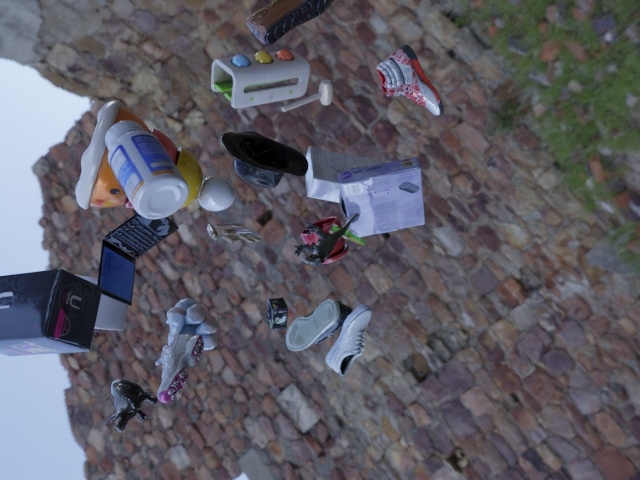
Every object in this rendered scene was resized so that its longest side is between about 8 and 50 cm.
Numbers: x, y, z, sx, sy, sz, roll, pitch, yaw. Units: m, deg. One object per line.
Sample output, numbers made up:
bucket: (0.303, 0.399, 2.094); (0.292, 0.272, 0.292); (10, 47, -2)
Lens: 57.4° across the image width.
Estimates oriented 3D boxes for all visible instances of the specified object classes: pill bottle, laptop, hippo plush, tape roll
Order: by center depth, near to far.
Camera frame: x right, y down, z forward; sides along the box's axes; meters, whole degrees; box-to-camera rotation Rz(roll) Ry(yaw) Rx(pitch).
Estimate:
pill bottle: (-0.480, -0.200, 1.585); (0.272, 0.152, 0.152); (53, -168, 29)
laptop: (-0.543, 0.048, 1.765); (0.136, 0.264, 0.234); (52, 175, 16)
tape roll: (-0.796, 0.214, 2.040); (0.246, 0.169, 0.246); (8, 171, 1)
hippo plush: (-0.564, 0.384, 2.565); (0.234, 0.294, 0.236); (13, -167, -11)

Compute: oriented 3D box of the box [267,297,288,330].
box: (-0.137, 0.232, 1.849); (0.052, 0.083, 0.062); (-4, -148, -19)

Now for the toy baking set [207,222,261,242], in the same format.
toy baking set: (-0.338, -0.025, 2.237); (0.197, 0.030, 0.256); (9, -166, -26)

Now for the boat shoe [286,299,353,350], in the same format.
boat shoe: (-0.003, 0.318, 2.169); (0.113, 0.340, 0.127); (7, -129, -37)

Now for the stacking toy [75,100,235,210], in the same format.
stacking toy: (-0.500, -0.209, 1.872); (0.480, 0.350, 0.350); (17, -158, -19)

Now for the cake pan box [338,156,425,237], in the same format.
cake pan box: (0.195, -0.130, 1.868); (0.070, 0.267, 0.245); (-97, -7, -48)

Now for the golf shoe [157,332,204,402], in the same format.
golf shoe: (-0.566, 0.485, 2.258); (0.140, 0.115, 0.306); (14, -137, 11)

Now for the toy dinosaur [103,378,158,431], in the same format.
toy dinosaur: (-0.696, 0.559, 2.123); (0.160, 0.121, 0.313); (43, -178, -37)

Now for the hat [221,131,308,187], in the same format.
hat: (-0.218, -0.275, 2.145); (0.331, 0.134, 0.331); (19, -153, -10)

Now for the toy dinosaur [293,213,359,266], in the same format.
toy dinosaur: (0.000, 0.000, 1.575); (0.268, 0.118, 0.064); (-49, -44, -46)

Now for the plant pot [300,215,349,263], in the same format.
plant pot: (0.026, 0.005, 2.676); (0.191, 0.191, 0.174); (-85, -26, -75)

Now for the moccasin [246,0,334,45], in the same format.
moccasin: (-0.093, -0.849, 2.099); (0.147, 0.380, 0.139); (50, 174, 16)

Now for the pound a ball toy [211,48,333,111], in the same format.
pound a ball toy: (-0.132, -0.482, 1.737); (0.319, 0.135, 0.208); (-20, -131, -34)

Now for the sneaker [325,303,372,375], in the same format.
sneaker: (0.114, 0.334, 1.945); (0.094, 0.258, 0.091); (7, -154, -44)

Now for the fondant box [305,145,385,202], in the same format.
fondant box: (0.109, -0.244, 2.306); (0.330, 0.096, 0.238); (9, -142, -13)

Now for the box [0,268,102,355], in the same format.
box: (-0.679, 0.174, 1.378); (0.143, 0.270, 0.165); (46, -139, -58)

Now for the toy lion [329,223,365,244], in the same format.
toy lion: (0.091, -0.014, 1.852); (0.100, 0.034, 0.096); (21, 173, 47)

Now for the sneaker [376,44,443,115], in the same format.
sneaker: (0.298, -0.509, 1.984); (0.270, 0.145, 0.090); (55, 180, -20)
